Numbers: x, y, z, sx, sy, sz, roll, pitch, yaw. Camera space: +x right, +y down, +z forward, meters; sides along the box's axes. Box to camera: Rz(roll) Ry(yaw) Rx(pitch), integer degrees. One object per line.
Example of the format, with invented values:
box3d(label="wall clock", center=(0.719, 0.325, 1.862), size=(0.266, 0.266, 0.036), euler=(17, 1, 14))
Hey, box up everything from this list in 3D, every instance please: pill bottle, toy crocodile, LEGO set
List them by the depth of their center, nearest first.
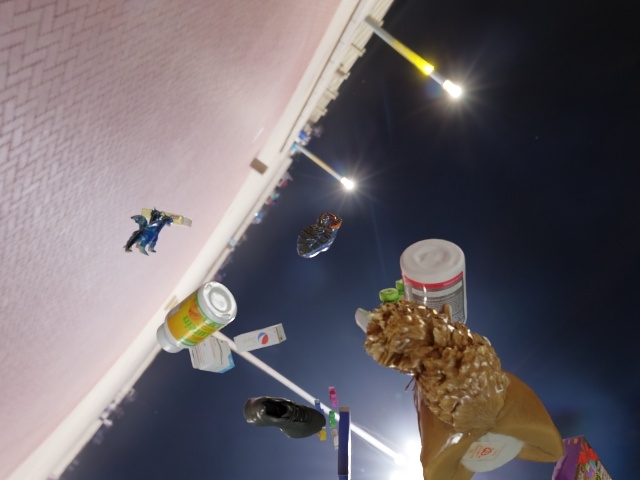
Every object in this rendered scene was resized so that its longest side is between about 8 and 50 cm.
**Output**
box3d(label="pill bottle", center=(0.333, 0.170, 1.443), size=(0.176, 0.319, 0.176), euler=(-9, -147, 6))
box3d(label="pill bottle", center=(-0.380, 0.239, 1.492), size=(0.245, 0.136, 0.136), euler=(-36, -166, 25))
box3d(label="toy crocodile", center=(0.293, 0.212, 1.749), size=(0.105, 0.115, 0.340), euler=(-3, -169, 35))
box3d(label="LEGO set", center=(0.023, 0.655, 1.776), size=(0.093, 0.087, 0.227), euler=(-134, -142, -76))

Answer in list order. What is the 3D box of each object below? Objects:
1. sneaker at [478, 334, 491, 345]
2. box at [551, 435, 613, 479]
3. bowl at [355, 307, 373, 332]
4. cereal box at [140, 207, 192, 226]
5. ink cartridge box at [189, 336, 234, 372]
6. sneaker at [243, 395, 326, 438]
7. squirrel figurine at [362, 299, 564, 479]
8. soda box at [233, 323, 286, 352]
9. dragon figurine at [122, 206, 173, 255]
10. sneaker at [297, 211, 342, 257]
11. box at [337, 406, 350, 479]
box3d(label="sneaker", center=(0.527, 0.435, 1.832), size=(0.295, 0.178, 0.124), euler=(-36, -122, 36))
box3d(label="box", center=(0.547, 0.575, 1.010), size=(0.057, 0.201, 0.293), euler=(-34, 179, 39))
box3d(label="bowl", center=(0.199, 0.323, 1.868), size=(0.053, 0.142, 0.142), euler=(-55, -138, 8))
box3d(label="cereal box", center=(-0.662, -0.096, 2.154), size=(0.240, 0.173, 0.047), euler=(164, -64, -83))
box3d(label="ink cartridge box", center=(-0.383, 0.400, 1.750), size=(0.060, 0.104, 0.180), euler=(-27, 154, 11))
box3d(label="sneaker", center=(-0.100, 0.572, 1.618), size=(0.130, 0.286, 0.109), euler=(-42, -143, 48))
box3d(label="squirrel figurine", center=(0.259, 0.259, 1.037), size=(0.281, 0.397, 0.370), euler=(-25, -146, 6))
box3d(label="soda box", center=(-0.261, 0.422, 2.138), size=(0.216, 0.074, 0.069), euler=(-18, 176, 21))
box3d(label="dragon figurine", center=(-0.554, -0.033, 1.568), size=(0.289, 0.085, 0.144), euler=(-32, 138, -84))
box3d(label="sneaker", center=(0.000, 0.000, 1.389), size=(0.221, 0.083, 0.087), euler=(-41, 147, -55))
box3d(label="box", center=(0.071, 0.624, 1.468), size=(0.136, 0.036, 0.225), euler=(83, 7, -56))
